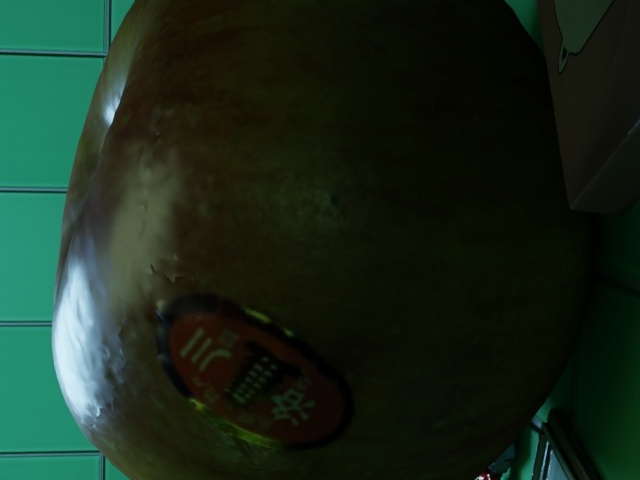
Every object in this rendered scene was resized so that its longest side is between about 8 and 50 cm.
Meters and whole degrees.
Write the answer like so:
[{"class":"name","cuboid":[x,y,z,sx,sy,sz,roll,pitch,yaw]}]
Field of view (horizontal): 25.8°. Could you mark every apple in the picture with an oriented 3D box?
[{"class":"apple","cuboid":[0.000,0.000,0.932,0.400,0.334,0.400,-163,90,-75]}]

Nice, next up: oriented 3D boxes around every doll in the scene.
[{"class":"doll","cuboid":[0.126,0.155,1.034,0.057,0.039,0.114,-55,-33,-57]}]

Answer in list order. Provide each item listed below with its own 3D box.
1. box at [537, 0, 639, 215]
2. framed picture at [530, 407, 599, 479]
[{"class":"box","cuboid":[0.176,-0.151,0.653,0.215,0.086,0.215,114,154,-64]},{"class":"framed picture","cuboid":[0.159,0.278,0.910,0.217,0.017,0.274,-110,23,-64]}]
